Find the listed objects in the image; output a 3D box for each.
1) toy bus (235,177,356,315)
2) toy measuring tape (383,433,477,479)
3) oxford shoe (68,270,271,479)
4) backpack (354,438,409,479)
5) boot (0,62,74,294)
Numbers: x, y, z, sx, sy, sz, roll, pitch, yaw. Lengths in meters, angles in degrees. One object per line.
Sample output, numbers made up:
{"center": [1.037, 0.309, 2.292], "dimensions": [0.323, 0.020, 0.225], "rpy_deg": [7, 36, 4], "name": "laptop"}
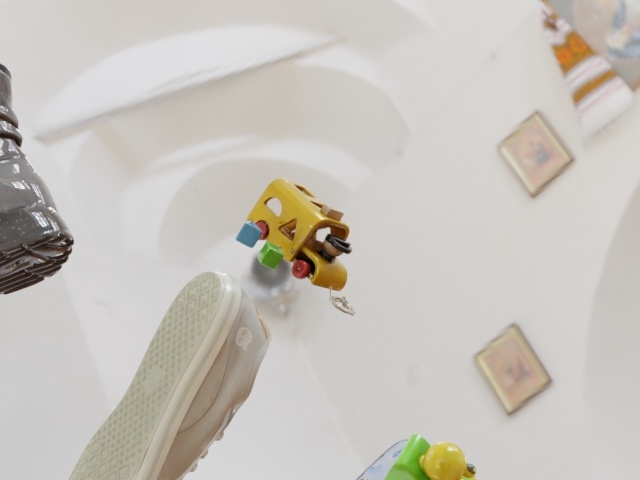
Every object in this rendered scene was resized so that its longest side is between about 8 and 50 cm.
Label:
{"center": [-0.010, -0.008, 1.742], "dimensions": [0.202, 0.191, 0.104], "rpy_deg": [31, -76, -9], "name": "toy bus"}
{"center": [0.095, 0.312, 1.248], "dimensions": [0.121, 0.121, 0.330], "rpy_deg": [-8, -36, -25], "name": "toy measuring tape"}
{"center": [-0.199, 0.255, 1.513], "dimensions": [0.130, 0.169, 0.449], "rpy_deg": [34, -95, -34], "name": "oxford shoe"}
{"center": [0.164, 0.475, 1.945], "dimensions": [0.276, 0.263, 0.213], "rpy_deg": [-43, -37, -23], "name": "backpack"}
{"center": [-0.406, -0.030, 1.043], "dimensions": [0.338, 0.222, 0.118], "rpy_deg": [-18, -23, -28], "name": "boot"}
